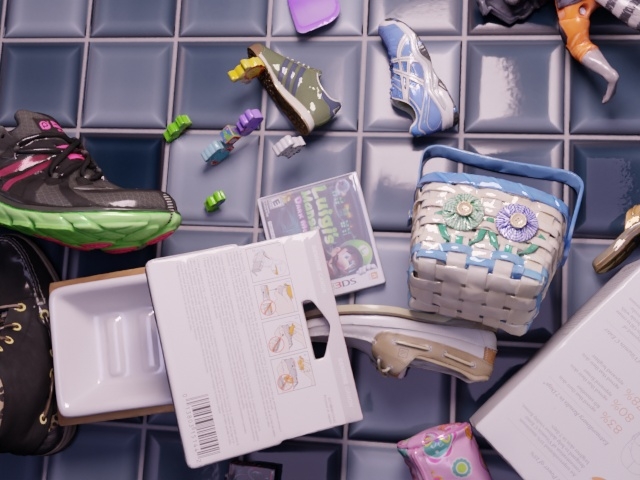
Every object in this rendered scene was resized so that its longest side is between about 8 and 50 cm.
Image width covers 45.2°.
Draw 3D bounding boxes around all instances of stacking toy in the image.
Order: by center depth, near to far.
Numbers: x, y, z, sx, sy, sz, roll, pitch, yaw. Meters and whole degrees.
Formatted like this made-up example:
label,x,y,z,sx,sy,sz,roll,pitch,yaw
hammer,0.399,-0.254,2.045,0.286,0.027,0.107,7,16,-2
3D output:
label,x,y,z,sx,sy,sz,roll,pitch,yaw
stacking toy,-0.145,-0.170,1.270,0.221,0.052,0.167,-35,76,25

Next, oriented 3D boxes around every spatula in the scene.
label,x,y,z,sx,sy,sz,roll,pitch,yaw
spatula,-0.044,-0.494,1.328,0.084,0.030,0.297,-20,79,4

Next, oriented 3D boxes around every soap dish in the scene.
label,x,y,z,sx,sy,sz,roll,pitch,yaw
soap dish,-0.278,0.160,1.226,0.290,0.118,0.229,-9,81,7

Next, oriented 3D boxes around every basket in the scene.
label,x,y,z,sx,sy,sz,roll,pitch,yaw
basket,0.254,-0.021,1.142,0.254,0.201,0.289,11,46,11

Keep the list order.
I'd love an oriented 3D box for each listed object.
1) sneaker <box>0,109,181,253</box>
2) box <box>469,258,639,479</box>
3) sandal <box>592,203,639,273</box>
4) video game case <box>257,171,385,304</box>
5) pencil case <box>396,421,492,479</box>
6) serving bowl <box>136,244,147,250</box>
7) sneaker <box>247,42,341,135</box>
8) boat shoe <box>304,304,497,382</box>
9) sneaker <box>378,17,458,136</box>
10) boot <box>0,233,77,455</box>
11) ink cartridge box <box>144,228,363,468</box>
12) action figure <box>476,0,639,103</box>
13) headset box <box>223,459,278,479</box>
label,x,y,z,sx,sy,sz,roll,pitch,yaw
sneaker,-0.447,-0.106,1.245,0.482,0.185,0.202,14,83,15
box,0.411,0.219,1.091,0.345,0.168,0.215,-44,79,0
sandal,0.479,-0.021,1.173,0.180,0.072,0.049,-41,57,5
video game case,0.000,0.000,1.256,0.173,0.022,0.191,-15,80,6
pencil case,0.207,0.412,1.118,0.124,0.124,0.284,-18,79,6
serving bowl,-0.320,-0.026,1.304,0.083,0.027,0.083,-1,81,8
sneaker,-0.039,-0.264,1.285,0.086,0.064,0.192,-30,70,-16
boat shoe,0.117,0.157,1.171,0.302,0.113,0.103,2,77,8
sneaker,0.142,-0.265,1.243,0.081,0.080,0.211,-27,78,1
boot,-0.504,0.157,1.174,0.138,0.284,0.378,-12,82,7
ink cartridge box,-0.099,0.152,1.131,0.261,0.066,0.297,-11,83,-15
action figure,0.431,-0.431,1.180,0.341,0.178,0.330,-43,88,3
headset box,-0.112,0.384,1.214,0.083,0.032,0.062,6,83,8
